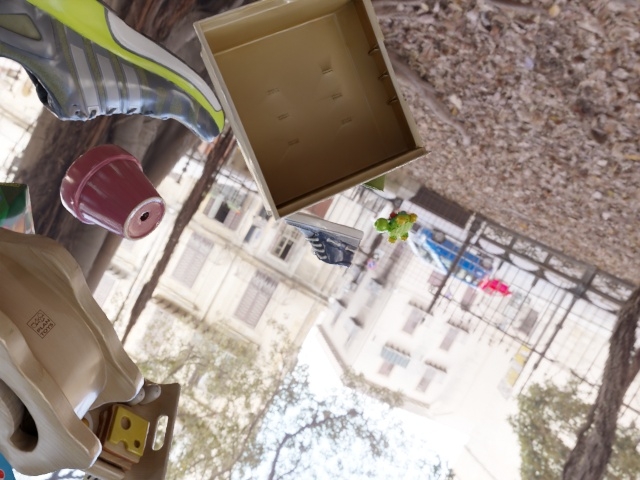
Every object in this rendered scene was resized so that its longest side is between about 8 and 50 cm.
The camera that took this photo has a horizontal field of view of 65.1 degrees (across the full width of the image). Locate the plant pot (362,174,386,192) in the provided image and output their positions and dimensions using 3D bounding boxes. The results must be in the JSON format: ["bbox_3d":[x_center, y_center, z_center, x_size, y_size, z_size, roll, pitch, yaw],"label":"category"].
[{"bbox_3d":[0.130,-0.167,1.220,0.083,0.079,0.083,20,-174,-2],"label":"plant pot"}]

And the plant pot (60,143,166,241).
[{"bbox_3d":[-0.483,-0.100,1.211,0.180,0.201,0.201,37,-174,16],"label":"plant pot"}]

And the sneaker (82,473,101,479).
[{"bbox_3d":[-0.486,0.580,1.077,0.086,0.132,0.229,24,149,24],"label":"sneaker"}]

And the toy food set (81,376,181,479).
[{"bbox_3d":[-0.376,0.288,0.900,0.306,0.092,0.220,50,-157,-37],"label":"toy food set"}]

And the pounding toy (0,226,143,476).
[{"bbox_3d":[-0.255,0.082,0.337,0.154,0.270,0.155,-2,-145,18],"label":"pounding toy"}]

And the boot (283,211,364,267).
[{"bbox_3d":[0.000,0.000,1.007,0.189,0.086,0.069,16,-174,-29],"label":"boot"}]

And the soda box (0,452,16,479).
[{"bbox_3d":[-0.732,0.570,1.143,0.071,0.210,0.067,-19,-177,-41],"label":"soda box"}]

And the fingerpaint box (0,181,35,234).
[{"bbox_3d":[-0.829,0.013,0.915,0.444,0.163,0.371,5,-150,-11],"label":"fingerpaint box"}]

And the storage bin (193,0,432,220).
[{"bbox_3d":[-0.004,-0.199,0.711,0.263,0.260,0.123,67,169,-8],"label":"storage bin"}]

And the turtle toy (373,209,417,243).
[{"bbox_3d":[0.211,-0.045,1.432,0.130,0.095,0.066,-11,-135,-35],"label":"turtle toy"}]

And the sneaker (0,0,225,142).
[{"bbox_3d":[-0.230,-0.175,0.537,0.111,0.121,0.300,37,-174,40],"label":"sneaker"}]
